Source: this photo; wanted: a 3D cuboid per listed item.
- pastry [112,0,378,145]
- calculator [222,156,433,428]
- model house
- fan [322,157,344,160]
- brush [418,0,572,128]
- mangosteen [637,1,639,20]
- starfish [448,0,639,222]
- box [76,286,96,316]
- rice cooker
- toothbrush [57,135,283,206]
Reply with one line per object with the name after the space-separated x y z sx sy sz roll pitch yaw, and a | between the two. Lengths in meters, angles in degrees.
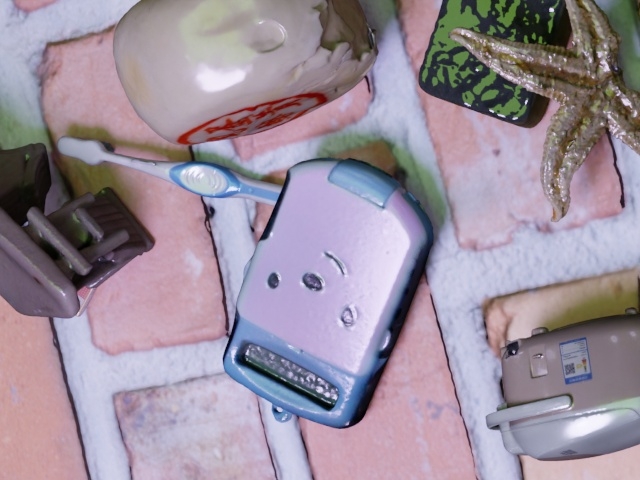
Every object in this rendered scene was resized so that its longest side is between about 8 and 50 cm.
-0.071 -0.180 1.569 0.264 0.265 0.133 -22 83 24 | pastry
0.003 0.057 1.638 0.173 0.051 0.293 26 110 14 | calculator
-0.289 -0.015 1.715 0.229 0.188 0.122 41 133 16 | model house
0.000 0.000 1.677 0.113 0.005 0.175 27 105 20 | fan
0.175 -0.214 1.551 0.123 0.059 0.197 20 103 21 | brush
0.332 -0.357 1.355 0.330 0.330 0.330 2 95 24 | mangosteen
0.236 -0.116 1.498 0.138 0.050 0.247 -29 95 4 | starfish
-0.264 0.038 1.794 0.046 0.012 0.083 36 107 18 | box
0.254 0.135 1.500 0.206 0.145 0.127 -13 77 30 | rice cooker
-0.110 -0.061 1.699 0.386 0.040 0.040 14 100 24 | toothbrush
